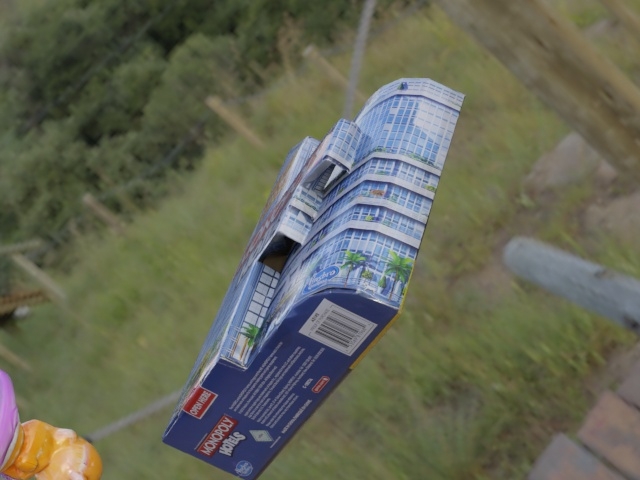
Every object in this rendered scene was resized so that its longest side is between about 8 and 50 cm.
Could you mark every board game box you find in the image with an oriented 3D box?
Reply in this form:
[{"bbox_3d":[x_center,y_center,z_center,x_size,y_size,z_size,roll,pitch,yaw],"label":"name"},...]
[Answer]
[{"bbox_3d":[0.000,0.000,0.697,0.194,0.060,0.194,-54,13,49],"label":"board game box"}]

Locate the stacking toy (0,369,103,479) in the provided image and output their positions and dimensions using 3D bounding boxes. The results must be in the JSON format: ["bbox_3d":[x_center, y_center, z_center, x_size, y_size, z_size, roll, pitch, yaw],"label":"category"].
[{"bbox_3d":[-0.276,0.122,0.924,0.175,0.302,0.166,21,81,51],"label":"stacking toy"}]
